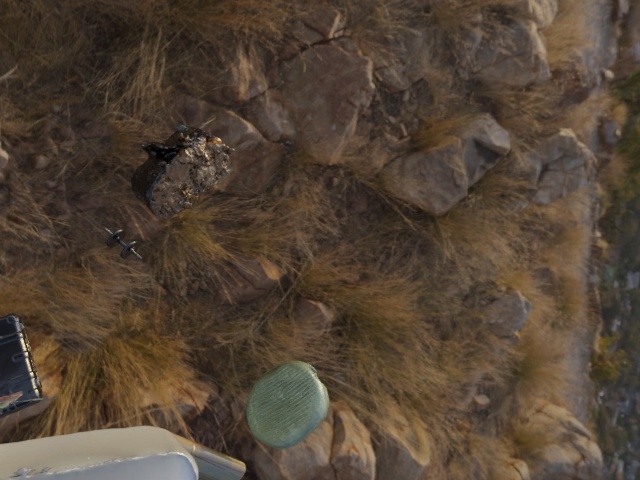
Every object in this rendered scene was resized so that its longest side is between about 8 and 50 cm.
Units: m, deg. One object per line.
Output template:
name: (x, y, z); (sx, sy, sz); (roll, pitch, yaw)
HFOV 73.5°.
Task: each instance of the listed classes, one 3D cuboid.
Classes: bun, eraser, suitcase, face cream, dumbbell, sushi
bun: (-0.084, 0.423, 1.104); (0.221, 0.221, 0.108); (-55, 149, -19)
eraser: (-0.368, 0.452, 0.618); (0.332, 0.150, 0.330); (3, 85, -36)
suitcase: (-0.954, 0.375, 1.244); (0.206, 0.066, 0.285); (-19, 72, -29)
face cream: (-0.323, 0.556, 1.064); (0.139, 0.067, 0.285); (-30, 132, 10)
dumbbell: (-0.590, 0.011, 1.281); (0.147, 0.069, 0.069); (37, 69, 5)
sushi: (-0.488, -0.248, 1.467); (0.348, 0.208, 0.234); (-50, 134, -12)

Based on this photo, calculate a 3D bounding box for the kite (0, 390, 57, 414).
kite: (-0.596, 0.310, 0.823); (0.157, 0.139, 0.011); (0, 90, -18)

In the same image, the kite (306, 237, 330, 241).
kite: (0.000, 0.000, 1.442); (0.090, 0.122, 0.004); (7, 81, -39)
